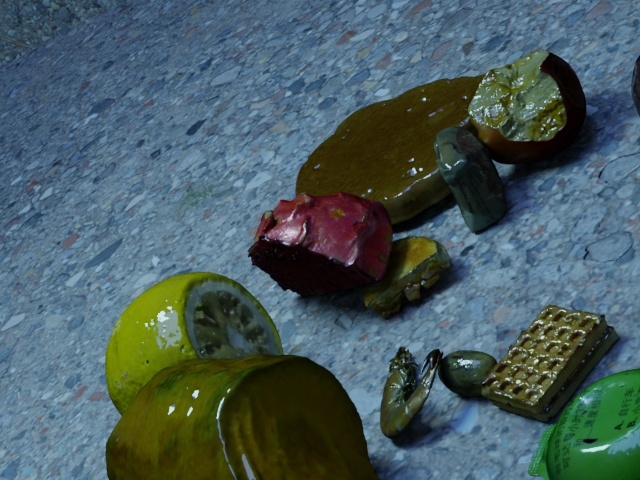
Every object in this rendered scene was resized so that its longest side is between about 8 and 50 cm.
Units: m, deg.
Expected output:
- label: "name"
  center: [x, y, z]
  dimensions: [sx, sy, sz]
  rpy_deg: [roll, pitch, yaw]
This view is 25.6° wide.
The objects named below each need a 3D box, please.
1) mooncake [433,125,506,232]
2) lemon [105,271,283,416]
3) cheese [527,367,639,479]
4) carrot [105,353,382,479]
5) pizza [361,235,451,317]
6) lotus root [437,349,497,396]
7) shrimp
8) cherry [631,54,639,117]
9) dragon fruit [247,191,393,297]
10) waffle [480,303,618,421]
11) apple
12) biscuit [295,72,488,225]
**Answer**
- label: "mooncake"
  center: [0.212, -0.095, 1.994]
  dimensions: [0.073, 0.125, 0.130]
  rpy_deg: [-26, 32, 9]
- label: "lemon"
  center: [-0.183, 0.174, 1.909]
  dimensions: [0.219, 0.240, 0.240]
  rpy_deg: [-35, 23, 34]
- label: "cheese"
  center: [0.351, 0.194, 1.420]
  dimensions: [0.320, 0.083, 0.204]
  rpy_deg: [-15, 32, 39]
- label: "carrot"
  center: [-0.073, 0.252, 1.642]
  dimensions: [0.341, 0.241, 0.241]
  rpy_deg: [-3, 42, 50]
- label: "pizza"
  center: [0.105, 0.052, 1.966]
  dimensions: [0.134, 0.046, 0.175]
  rpy_deg: [-52, 26, -18]
- label: "lotus root"
  center: [0.176, 0.160, 1.707]
  dimensions: [0.049, 0.054, 0.099]
  rpy_deg: [-30, 19, -37]
- label: "shrimp"
  center: [0.113, 0.165, 1.749]
  dimensions: [0.124, 0.034, 0.178]
  rpy_deg: [-54, 11, 34]
- label: "cherry"
  center: [0.496, -0.199, 1.785]
  dimensions: [0.195, 0.195, 0.195]
  rpy_deg: [-27, 28, 16]
- label: "dragon fruit"
  center: [0.000, 0.000, 2.011]
  dimensions: [0.189, 0.163, 0.262]
  rpy_deg: [-38, 8, -27]
- label: "waffle"
  center: [0.266, 0.142, 1.644]
  dimensions: [0.148, 0.042, 0.102]
  rpy_deg: [-47, 31, -21]
- label: "apple"
  center: [0.298, -0.186, 2.027]
  dimensions: [0.158, 0.147, 0.156]
  rpy_deg: [-31, 59, 27]
- label: "biscuit"
  center: [0.129, -0.139, 2.218]
  dimensions: [0.381, 0.074, 0.359]
  rpy_deg: [-25, 30, 16]
